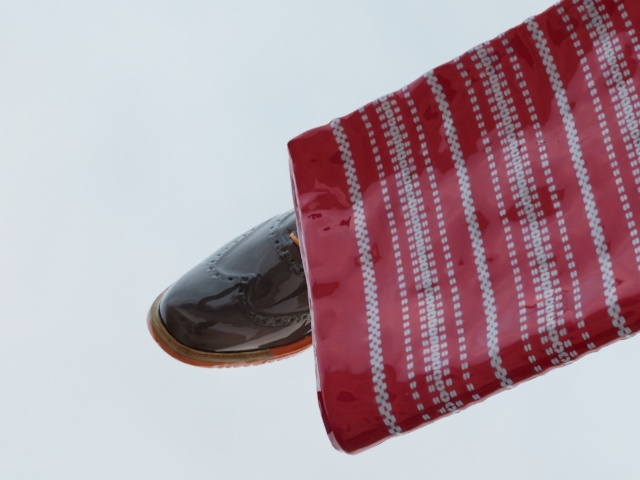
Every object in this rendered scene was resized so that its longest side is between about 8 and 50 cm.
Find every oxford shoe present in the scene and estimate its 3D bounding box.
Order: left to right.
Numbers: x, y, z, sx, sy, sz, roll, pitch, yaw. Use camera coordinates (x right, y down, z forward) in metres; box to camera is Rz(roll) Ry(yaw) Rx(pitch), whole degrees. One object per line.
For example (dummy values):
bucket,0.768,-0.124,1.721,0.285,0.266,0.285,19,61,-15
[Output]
oxford shoe,0.000,0.000,1.204,0.097,0.271,0.098,46,-38,24

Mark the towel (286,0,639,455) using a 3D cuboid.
towel,0.104,-0.031,0.831,0.275,0.199,0.031,-28,-42,26
